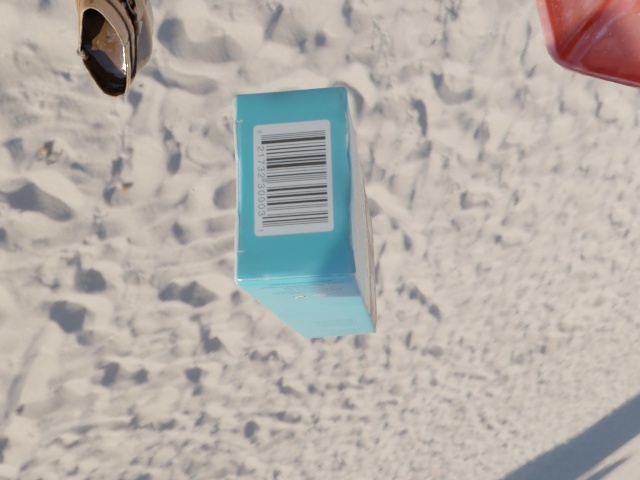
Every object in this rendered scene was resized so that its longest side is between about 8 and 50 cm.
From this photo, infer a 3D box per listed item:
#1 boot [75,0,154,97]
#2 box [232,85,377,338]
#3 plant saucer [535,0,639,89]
[{"bbox_3d":[-0.203,-0.240,0.668,0.073,0.152,0.197,-15,127,8],"label":"boot"},{"bbox_3d":[0.000,0.000,0.470,0.060,0.100,0.244,-3,166,6],"label":"box"},{"bbox_3d":[0.171,-0.096,0.179,0.047,0.259,0.259,-63,150,-5],"label":"plant saucer"}]
